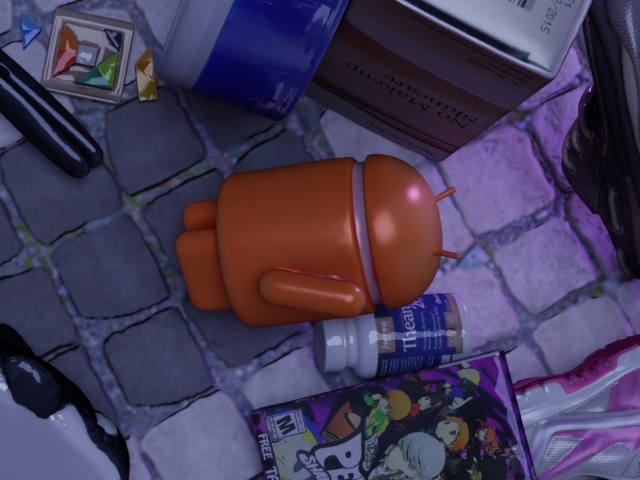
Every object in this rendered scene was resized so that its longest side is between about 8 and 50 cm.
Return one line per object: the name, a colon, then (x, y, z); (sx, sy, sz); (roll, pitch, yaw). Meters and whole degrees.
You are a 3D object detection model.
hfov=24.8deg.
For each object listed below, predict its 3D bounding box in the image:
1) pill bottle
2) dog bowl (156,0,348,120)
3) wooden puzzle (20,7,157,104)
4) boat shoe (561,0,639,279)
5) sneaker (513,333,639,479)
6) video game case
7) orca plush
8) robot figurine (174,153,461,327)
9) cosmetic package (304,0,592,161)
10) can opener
pill bottle: (0.058, 0.079, 1.190); (0.120, 0.067, 0.067); (-4, 83, -11)
dog bowl: (-0.032, -0.229, 1.115); (0.104, 0.265, 0.265); (21, 79, -10)
wooden puzzle: (-0.191, -0.153, 1.202); (0.116, 0.014, 0.079); (4, 81, -10)
boat shoe: (0.249, -0.066, 1.136); (0.132, 0.130, 0.355); (-54, 137, -29)
sneaker: (0.248, 0.146, 1.207); (0.252, 0.103, 0.111); (-21, 88, -5)
video game case: (0.071, 0.221, 1.147); (0.210, 0.042, 0.232); (-14, 85, 12)
orca plush: (-0.273, 0.110, 1.133); (0.287, 0.102, 0.151); (15, 124, 2)
robot figurine: (0.000, 0.002, 1.142); (0.219, 0.158, 0.128); (-8, 85, 9)
cosmetic package: (0.092, -0.171, 1.115); (0.153, 0.296, 0.129); (26, 79, -4)
can opener: (-0.251, -0.120, 1.173); (0.186, 0.073, 0.059); (37, 39, -7)
